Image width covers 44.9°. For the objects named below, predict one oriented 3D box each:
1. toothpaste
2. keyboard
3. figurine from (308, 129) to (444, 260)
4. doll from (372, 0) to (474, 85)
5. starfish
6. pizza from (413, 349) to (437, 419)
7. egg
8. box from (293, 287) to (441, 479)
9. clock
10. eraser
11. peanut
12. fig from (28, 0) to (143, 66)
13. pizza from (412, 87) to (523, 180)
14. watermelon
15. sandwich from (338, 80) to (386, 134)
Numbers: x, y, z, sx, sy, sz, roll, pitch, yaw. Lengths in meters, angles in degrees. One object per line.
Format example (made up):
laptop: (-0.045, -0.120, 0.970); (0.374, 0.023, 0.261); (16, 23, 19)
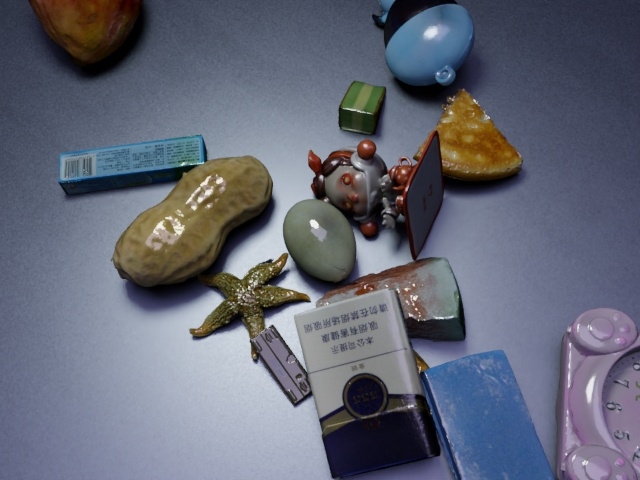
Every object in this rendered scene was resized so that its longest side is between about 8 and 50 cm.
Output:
toothpaste: (-0.343, -0.138, 1.425); (0.267, 0.050, 0.065); (-8, 64, -1)
keyboard: (-0.060, 0.201, 1.259); (0.049, 0.015, 0.129); (-35, 80, -8)
figurine: (0.078, -0.099, 1.330); (0.226, 0.183, 0.160); (15, 57, 23)
doll: (0.195, -0.406, 1.475); (0.177, 0.141, 0.314); (-31, 51, 23)
starfish: (-0.121, 0.114, 1.303); (0.208, 0.053, 0.176); (-17, 75, 2)
pizza: (0.134, 0.229, 1.235); (0.099, 0.036, 0.160); (-29, 66, -10)
egg: (0.000, 0.000, 1.306); (0.114, 0.114, 0.152); (-30, 78, -10)
box: (0.069, 0.217, 1.179); (0.168, 0.071, 0.259); (-17, 77, 11)
clock: (0.520, 0.264, 1.157); (0.322, 0.113, 0.295); (8, 65, 6)
eraser: (0.264, 0.324, 1.159); (0.144, 0.042, 0.312); (-13, 69, -14)
peanut: (-0.212, -0.036, 1.327); (0.149, 0.149, 0.313); (37, 68, 18)
fig: (-0.458, -0.483, 1.508); (0.224, 0.224, 0.263); (-27, 83, -9)
pizza: (0.268, -0.185, 1.407); (0.201, 0.053, 0.193); (11, 60, -3)
watermelon: (0.113, 0.096, 1.281); (0.241, 0.094, 0.154); (-9, 59, 3)
sandwich: (0.081, -0.268, 1.449); (0.074, 0.074, 0.116); (12, 66, 8)
